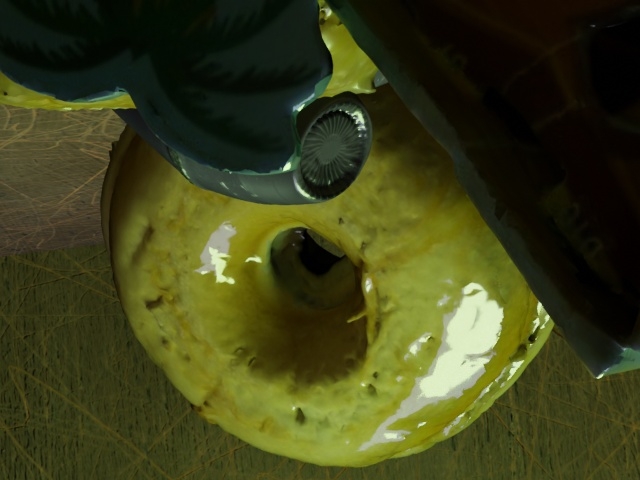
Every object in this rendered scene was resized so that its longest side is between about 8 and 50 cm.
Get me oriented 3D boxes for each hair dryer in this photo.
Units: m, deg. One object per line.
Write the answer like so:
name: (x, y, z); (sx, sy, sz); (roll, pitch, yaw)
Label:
hair dryer: (-0.003, -0.148, 1.164); (0.361, 0.121, 0.301); (-24, -144, -36)

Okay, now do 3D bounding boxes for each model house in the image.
model house: (0.085, -0.117, 0.540); (0.340, 0.324, 0.300); (-12, 173, 41)

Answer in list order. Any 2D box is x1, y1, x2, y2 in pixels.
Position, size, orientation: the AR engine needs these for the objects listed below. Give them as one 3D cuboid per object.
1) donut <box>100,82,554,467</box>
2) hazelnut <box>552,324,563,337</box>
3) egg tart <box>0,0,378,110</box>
donut: (0.000, 0.000, 1.376); (0.448, 0.449, 0.198); (-10, -158, 30)
hazelnut: (0.319, -0.074, 1.481); (0.365, 0.366, 0.366); (-8, 175, -1)
egg tart: (-0.081, -0.155, 0.864); (0.387, 0.169, 0.388); (-5, 179, 0)
